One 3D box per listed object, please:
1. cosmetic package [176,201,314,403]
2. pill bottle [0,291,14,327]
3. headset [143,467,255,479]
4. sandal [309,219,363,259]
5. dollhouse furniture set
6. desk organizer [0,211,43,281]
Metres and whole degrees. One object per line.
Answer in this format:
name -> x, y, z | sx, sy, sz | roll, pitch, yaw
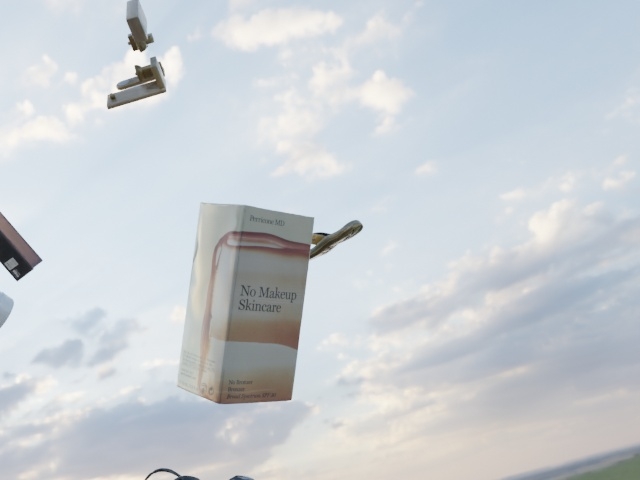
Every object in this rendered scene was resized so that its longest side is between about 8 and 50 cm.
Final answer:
cosmetic package -> -0.117, 0.096, 1.133 | 0.153, 0.297, 0.129 | 7, -1, -41
pill bottle -> -0.372, 0.048, 0.715 | 0.067, 0.067, 0.120 | -27, -52, 29
headset -> -0.238, 0.446, 0.970 | 0.185, 0.243, 0.394 | 9, -55, -35
sandal -> 0.000, 0.000, 1.367 | 0.180, 0.049, 0.072 | -32, -9, 26
dollhouse furniture set -> -0.398, -0.378, 1.452 | 0.123, 0.144, 0.151 | -18, -52, -1
desk organizer -> -0.611, 0.010, 1.410 | 0.047, 0.130, 0.050 | -34, 12, 13
